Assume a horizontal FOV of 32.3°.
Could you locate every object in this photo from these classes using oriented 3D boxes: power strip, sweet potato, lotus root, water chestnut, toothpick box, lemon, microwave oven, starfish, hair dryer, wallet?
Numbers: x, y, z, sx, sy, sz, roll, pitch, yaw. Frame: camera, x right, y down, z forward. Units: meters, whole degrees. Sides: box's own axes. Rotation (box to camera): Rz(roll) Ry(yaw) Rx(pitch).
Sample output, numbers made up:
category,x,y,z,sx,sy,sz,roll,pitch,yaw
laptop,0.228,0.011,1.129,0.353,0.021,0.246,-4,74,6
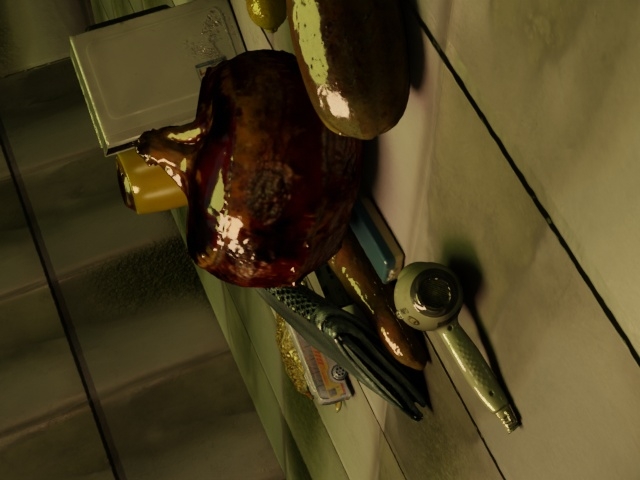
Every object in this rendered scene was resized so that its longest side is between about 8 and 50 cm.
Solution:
category,x,y,z,sx,sy,sz,roll,pitch,yaw
power strip,0.079,0.000,1.554,0.056,0.032,0.123,89,158,-53
sweet potato,0.075,0.069,1.596,0.273,0.075,0.075,60,164,25
lotus root,0.032,-0.225,1.213,0.123,0.124,0.241,-87,-15,-63
water chestnut,-0.104,-0.100,1.527,0.350,0.302,0.350,-175,90,-74
toothpick box,-0.290,-0.157,2.312,0.175,0.271,0.175,161,90,-77
lemon,-0.078,-0.346,1.638,0.062,0.062,0.083,-130,26,-56
microwave oven,-0.290,-0.303,2.046,0.181,0.295,0.238,163,87,-78
starfish,-0.059,0.197,2.340,0.347,0.078,0.358,144,106,-79
hair dryer,0.156,0.113,1.368,0.225,0.088,0.219,58,177,-15
wallet,0.016,0.135,1.711,0.237,0.075,0.342,44,173,-32

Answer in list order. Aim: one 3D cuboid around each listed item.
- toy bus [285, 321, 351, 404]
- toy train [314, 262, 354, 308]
category,x,y,z,sx,sy,sz,roll,pitch,yaw
toy bus,-0.004,0.225,2.131,0.064,0.075,0.190,113,137,-70
toy train,0.000,0.000,1.839,0.052,0.051,0.234,127,123,-70
